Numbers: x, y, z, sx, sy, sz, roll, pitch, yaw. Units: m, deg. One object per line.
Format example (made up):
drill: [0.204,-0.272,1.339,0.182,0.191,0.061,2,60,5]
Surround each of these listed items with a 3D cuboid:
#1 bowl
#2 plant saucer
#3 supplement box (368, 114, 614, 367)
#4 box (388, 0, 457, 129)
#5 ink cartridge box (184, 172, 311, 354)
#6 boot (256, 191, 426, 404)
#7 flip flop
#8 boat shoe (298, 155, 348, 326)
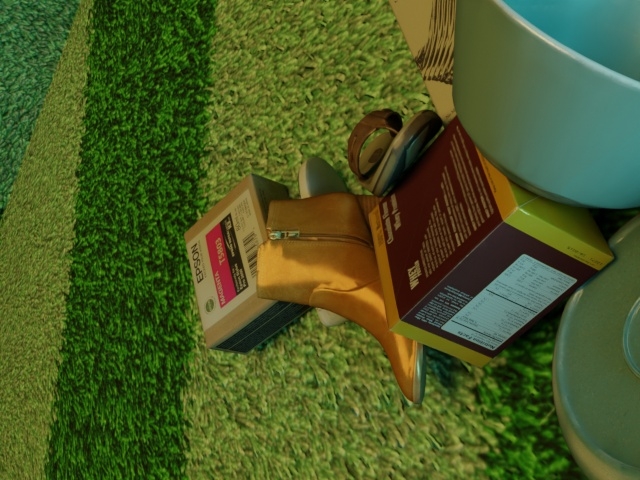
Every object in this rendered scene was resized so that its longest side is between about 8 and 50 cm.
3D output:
bowl: [0.246,-0.145,0.650,0.311,0.312,0.163,63,148,37]
plant saucer: [0.307,0.080,0.600,0.317,0.044,0.317,-50,26,35]
supplement box: [0.168,-0.007,0.771,0.194,0.129,0.191,-50,28,32]
box: [0.175,-0.257,0.886,0.113,0.094,0.275,-44,51,38]
ink cartridge box: [-0.120,0.040,1.176,0.193,0.088,0.234,-38,54,29]
boot: [0.023,0.071,0.913,0.211,0.104,0.295,-6,61,6]
flip flop: [0.074,-0.121,0.899,0.112,0.080,0.277,-49,8,1]
boat shoe: [0.000,0.000,1.047,0.084,0.095,0.258,-33,57,38]
